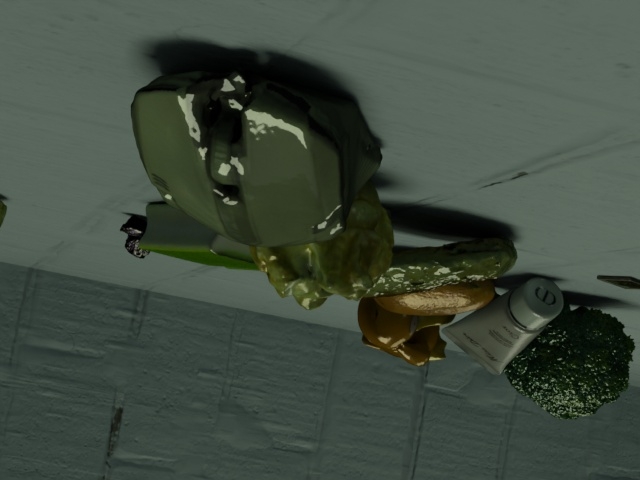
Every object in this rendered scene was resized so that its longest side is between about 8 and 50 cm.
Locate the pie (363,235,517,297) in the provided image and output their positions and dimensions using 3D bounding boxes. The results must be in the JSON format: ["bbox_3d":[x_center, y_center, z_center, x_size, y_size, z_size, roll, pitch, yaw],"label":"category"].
[{"bbox_3d":[0.153,0.041,1.789,0.306,0.071,0.306,-9,179,0],"label":"pie"}]

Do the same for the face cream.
[{"bbox_3d":[0.342,0.157,2.248,0.143,0.089,0.314,37,151,-1],"label":"face cream"}]

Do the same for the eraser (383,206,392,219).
[{"bbox_3d":[-0.032,-0.035,1.725,0.226,0.069,0.158,15,169,-34],"label":"eraser"}]

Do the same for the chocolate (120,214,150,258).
[{"bbox_3d":[-0.339,-0.008,2.295,0.072,0.070,0.147,-17,176,-10],"label":"chocolate"}]

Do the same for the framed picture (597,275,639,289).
[{"bbox_3d":[0.512,0.072,2.024,0.066,0.006,0.089,0,168,46],"label":"framed picture"}]

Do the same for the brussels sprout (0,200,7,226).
[{"bbox_3d":[-0.674,-0.034,2.290,0.149,0.122,0.151,6,170,44],"label":"brussels sprout"}]

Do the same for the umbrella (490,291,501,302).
[{"bbox_3d":[0.292,0.092,2.273,0.053,0.052,0.250,-31,155,19],"label":"umbrella"}]

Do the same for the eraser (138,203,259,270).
[{"bbox_3d":[-0.153,-0.003,2.013,0.210,0.092,0.274,15,171,-35],"label":"eraser"}]

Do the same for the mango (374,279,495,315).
[{"bbox_3d":[0.189,0.079,2.097,0.227,0.109,0.147,4,166,25],"label":"mango"}]

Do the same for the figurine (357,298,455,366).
[{"bbox_3d":[0.166,0.162,2.448,0.215,0.215,0.228,10,158,-2],"label":"figurine"}]

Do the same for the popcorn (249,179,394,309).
[{"bbox_3d":[0.000,0.001,1.560,0.187,0.167,0.185,-1,162,13],"label":"popcorn"}]

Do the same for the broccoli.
[{"bbox_3d":[0.476,0.212,2.345,0.269,0.261,0.241,-20,-174,26],"label":"broccoli"}]

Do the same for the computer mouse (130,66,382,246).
[{"bbox_3d":[-0.065,-0.072,1.281,0.228,0.145,0.429,11,172,9],"label":"computer mouse"}]
